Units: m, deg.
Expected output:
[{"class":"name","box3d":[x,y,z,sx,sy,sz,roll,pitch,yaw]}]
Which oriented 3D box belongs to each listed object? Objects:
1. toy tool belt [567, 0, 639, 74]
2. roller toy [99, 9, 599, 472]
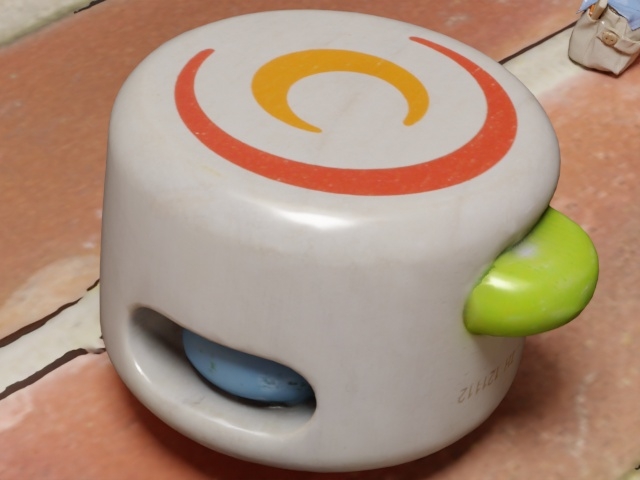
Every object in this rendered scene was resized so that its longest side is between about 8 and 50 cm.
[{"class":"toy tool belt","box3d":[0.167,-0.133,1.014,0.052,0.051,0.083,18,45,20]},{"class":"roller toy","box3d":[0.000,0.000,0.802,0.191,0.146,0.209,-4,35,-16]}]
